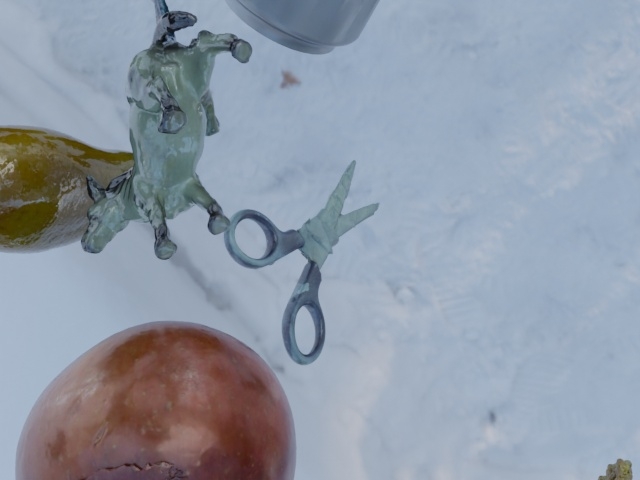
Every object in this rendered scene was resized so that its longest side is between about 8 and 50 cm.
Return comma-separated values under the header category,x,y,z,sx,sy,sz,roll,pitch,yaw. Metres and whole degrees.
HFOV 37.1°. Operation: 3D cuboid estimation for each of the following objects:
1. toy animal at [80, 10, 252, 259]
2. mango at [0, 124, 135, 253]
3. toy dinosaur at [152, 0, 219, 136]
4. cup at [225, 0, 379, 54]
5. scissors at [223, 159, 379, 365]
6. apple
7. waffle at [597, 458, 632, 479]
category,x,y,z,sx,sy,sz,roll,pitch,yaw
toy animal,-0.125,-0.072,0.726,0.073,0.176,0.217,-4,118,-33
mango,-0.261,-0.048,0.900,0.227,0.099,0.136,-5,141,-52
toy dinosaur,-0.163,-0.175,1.069,0.076,0.363,0.147,-14,120,-4
cup,-0.011,-0.443,1.309,0.237,0.323,0.327,49,124,22
scissors,0.000,0.000,1.504,0.029,0.383,0.256,-16,110,36
apple,-0.152,0.197,0.914,0.251,0.206,0.272,18,140,-30
waffle,0.214,0.199,0.703,0.016,0.085,0.078,27,87,3
